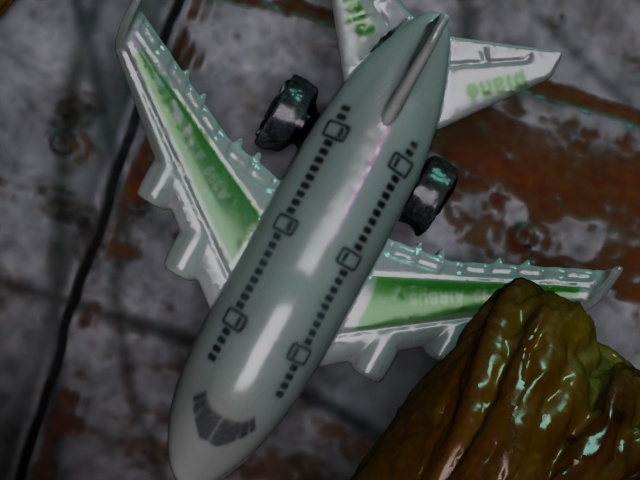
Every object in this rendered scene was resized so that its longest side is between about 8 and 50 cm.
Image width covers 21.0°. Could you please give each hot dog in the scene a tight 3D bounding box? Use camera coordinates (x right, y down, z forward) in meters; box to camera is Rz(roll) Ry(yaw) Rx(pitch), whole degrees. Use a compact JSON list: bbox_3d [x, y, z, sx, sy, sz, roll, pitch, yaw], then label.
[{"bbox_3d":[0.053,0.156,0.720,0.122,0.196,0.272,33,82,37],"label":"hot dog"}]

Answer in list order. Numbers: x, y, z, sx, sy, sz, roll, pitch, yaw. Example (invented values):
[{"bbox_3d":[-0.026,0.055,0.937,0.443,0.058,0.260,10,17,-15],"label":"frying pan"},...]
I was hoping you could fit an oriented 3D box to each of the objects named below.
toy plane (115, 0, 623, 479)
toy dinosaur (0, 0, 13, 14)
[{"bbox_3d":[0.000,-0.001,0.794,0.251,0.101,0.255,29,93,-3],"label":"toy plane"},{"bbox_3d":[-0.173,-0.116,0.818,0.113,0.026,0.041,-32,109,-11],"label":"toy dinosaur"}]
